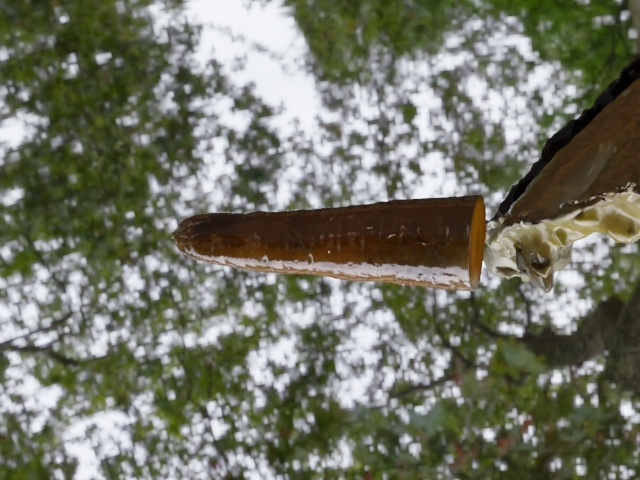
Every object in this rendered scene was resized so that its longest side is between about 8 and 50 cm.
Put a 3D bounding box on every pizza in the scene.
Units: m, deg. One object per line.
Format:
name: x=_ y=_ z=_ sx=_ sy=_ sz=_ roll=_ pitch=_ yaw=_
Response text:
pizza: x=0.330 y=-0.135 z=0.762 sx=0.392 sy=0.080 sz=0.435 roll=-51 pitch=-161 yaw=-28

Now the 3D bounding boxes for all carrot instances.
carrot: x=0.000 y=0.000 z=0.745 sx=0.209 sy=0.061 sz=0.061 roll=1 pitch=-149 yaw=17
